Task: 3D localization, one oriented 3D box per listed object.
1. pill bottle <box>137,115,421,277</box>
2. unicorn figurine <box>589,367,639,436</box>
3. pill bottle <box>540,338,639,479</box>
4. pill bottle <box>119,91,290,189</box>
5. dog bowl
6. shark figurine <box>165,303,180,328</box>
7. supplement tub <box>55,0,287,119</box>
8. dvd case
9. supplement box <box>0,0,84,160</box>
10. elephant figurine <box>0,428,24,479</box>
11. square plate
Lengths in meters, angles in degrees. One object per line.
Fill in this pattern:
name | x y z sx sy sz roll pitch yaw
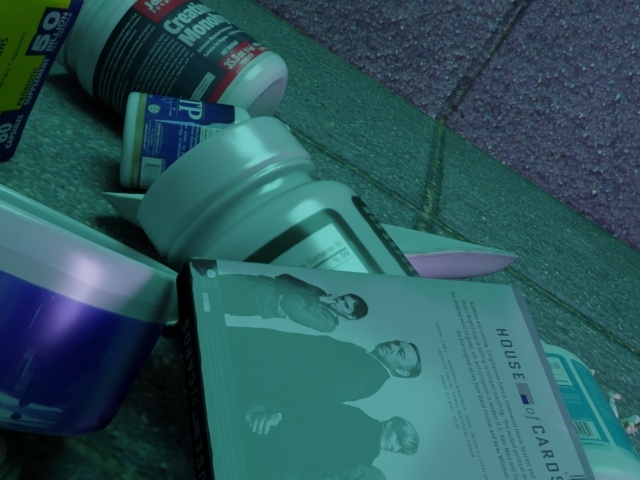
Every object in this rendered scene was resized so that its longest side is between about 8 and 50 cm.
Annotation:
pill bottle | -0.002 0.059 0.588 0.283 0.161 0.161 53 25 11
unicorn figurine | 0.392 0.228 1.118 0.162 0.060 0.111 25 16 25
pill bottle | 0.228 0.202 0.800 0.146 0.146 0.264 28 22 -13
pill bottle | -0.135 -0.106 0.926 0.187 0.111 0.112 6 28 -13
dog bowl | -0.223 0.012 0.479 0.265 0.104 0.265 26 -5 2
shark figurine | -0.060 0.083 0.699 0.166 0.116 0.278 6 32 -48
supplement tub | -0.200 -0.232 1.069 0.272 0.191 0.191 35 21 4
dvd case | 0.043 0.098 0.452 0.239 0.029 0.179 6 52 -27
supplement box | -0.403 -0.175 0.649 0.195 0.194 0.356 36 21 8
elephant figurine | -0.201 0.142 0.351 0.169 0.186 0.239 -36 50 -22
square plate | 0.000 0.000 0.874 0.348 0.049 0.344 12 6 31
